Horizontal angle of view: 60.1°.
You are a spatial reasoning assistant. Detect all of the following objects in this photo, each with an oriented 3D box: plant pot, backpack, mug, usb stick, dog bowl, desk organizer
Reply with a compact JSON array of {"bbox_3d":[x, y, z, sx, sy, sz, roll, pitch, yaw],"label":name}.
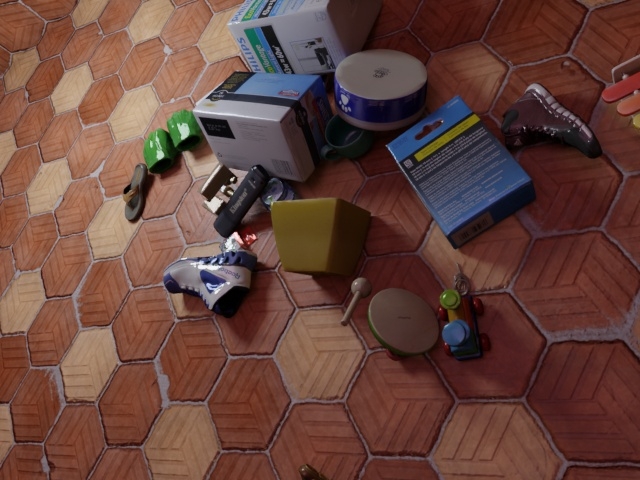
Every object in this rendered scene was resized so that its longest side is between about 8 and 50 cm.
[{"bbox_3d":[0.000,0.000,1.508,0.213,0.212,0.187,-2,81,28],"label":"plant pot"},{"bbox_3d":[-0.126,-0.129,1.693,0.105,0.084,0.114,-48,58,5],"label":"backpack"},{"bbox_3d":[0.080,-0.307,1.649,0.158,0.097,0.129,-13,64,24],"label":"mug"},{"bbox_3d":[-0.248,-0.118,1.714,0.077,0.045,0.278,52,123,18],"label":"usb stick"},{"bbox_3d":[0.171,-0.435,1.580,0.265,0.104,0.264,-2,48,2],"label":"dog bowl"},{"bbox_3d":[-0.025,-0.511,1.821,0.130,0.050,0.047,8,73,31],"label":"desk organizer"}]

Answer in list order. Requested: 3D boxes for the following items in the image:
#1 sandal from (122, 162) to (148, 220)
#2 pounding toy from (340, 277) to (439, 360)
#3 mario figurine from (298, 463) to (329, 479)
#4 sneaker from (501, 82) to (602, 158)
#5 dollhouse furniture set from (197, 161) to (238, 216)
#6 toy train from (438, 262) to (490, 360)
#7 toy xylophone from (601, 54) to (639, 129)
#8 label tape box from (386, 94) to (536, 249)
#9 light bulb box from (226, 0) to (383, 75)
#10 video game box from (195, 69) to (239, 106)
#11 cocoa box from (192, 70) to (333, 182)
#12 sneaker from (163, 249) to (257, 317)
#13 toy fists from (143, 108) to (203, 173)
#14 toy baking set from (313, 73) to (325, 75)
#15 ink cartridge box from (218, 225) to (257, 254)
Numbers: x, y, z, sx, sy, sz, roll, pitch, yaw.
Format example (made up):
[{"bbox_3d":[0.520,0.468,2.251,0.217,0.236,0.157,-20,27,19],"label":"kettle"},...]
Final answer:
[{"bbox_3d":[-0.686,-0.180,2.021,0.090,0.060,0.219,12,89,37],"label":"sandal"},{"bbox_3d":[0.163,0.212,1.367,0.237,0.110,0.182,24,46,0],"label":"pounding toy"},{"bbox_3d":[-0.111,0.678,1.280,0.170,0.198,0.320,32,82,22],"label":"mario figurine"},{"bbox_3d":[0.555,-0.259,1.379,0.163,0.106,0.281,-38,46,15],"label":"sneaker"},{"bbox_3d":[-0.349,-0.175,1.794,0.123,0.151,0.144,32,85,35],"label":"dollhouse furniture set"},{"bbox_3d":[0.317,0.146,1.297,0.105,0.143,0.247,-14,63,22],"label":"toy train"},{"bbox_3d":[0.820,-0.309,1.257,0.236,0.081,0.322,-33,58,12],"label":"toy xylophone"},{"bbox_3d":[0.358,-0.181,1.439,0.241,0.106,0.333,-34,56,11],"label":"label tape box"},{"bbox_3d":[-0.040,-0.720,1.766,0.362,0.225,0.357,3,53,29],"label":"light bulb box"},{"bbox_3d":[-0.335,-0.484,1.981,0.205,0.048,0.187,-34,55,12],"label":"video game box"},{"bbox_3d":[-0.159,-0.356,1.686,0.347,0.231,0.227,14,54,32],"label":"cocoa box"},{"bbox_3d":[-0.338,0.145,1.664,0.316,0.127,0.182,-13,61,22],"label":"sneaker"},{"bbox_3d":[-0.536,-0.364,2.004,0.279,0.096,0.142,-32,67,26],"label":"toy fists"},{"bbox_3d":[-0.075,-0.566,1.833,0.257,0.030,0.196,-20,42,8],"label":"toy baking set"},{"bbox_3d":[-0.261,0.006,1.741,0.115,0.029,0.062,-41,56,8],"label":"ink cartridge box"}]
